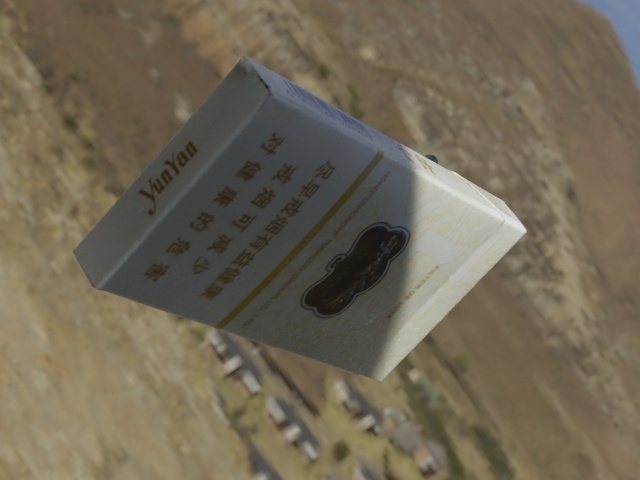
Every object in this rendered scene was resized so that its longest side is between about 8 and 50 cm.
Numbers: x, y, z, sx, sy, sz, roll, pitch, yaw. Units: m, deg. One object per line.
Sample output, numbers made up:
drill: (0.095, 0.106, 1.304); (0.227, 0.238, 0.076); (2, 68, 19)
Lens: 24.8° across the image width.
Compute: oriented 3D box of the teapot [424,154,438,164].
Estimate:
teapot: (0.046, -0.009, 1.079); (0.124, 0.090, 0.092); (-5, 48, -38)

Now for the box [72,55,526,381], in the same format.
box: (0.000, 0.000, 0.525); (0.167, 0.090, 0.024); (24, 25, -51)
